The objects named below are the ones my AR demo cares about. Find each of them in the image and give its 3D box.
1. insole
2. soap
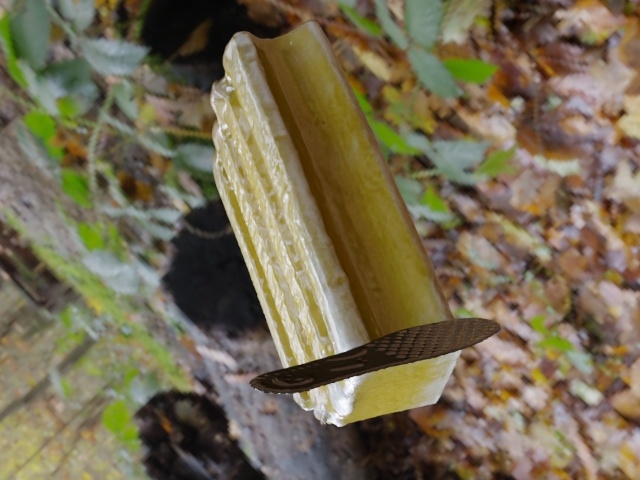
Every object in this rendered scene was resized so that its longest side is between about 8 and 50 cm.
[{"bbox_3d":[0.028,0.050,0.522,0.045,0.135,0.002,11,109,54],"label":"insole"},{"bbox_3d":[0.000,0.000,0.704,0.140,0.073,0.232,101,151,-56],"label":"soap"}]
